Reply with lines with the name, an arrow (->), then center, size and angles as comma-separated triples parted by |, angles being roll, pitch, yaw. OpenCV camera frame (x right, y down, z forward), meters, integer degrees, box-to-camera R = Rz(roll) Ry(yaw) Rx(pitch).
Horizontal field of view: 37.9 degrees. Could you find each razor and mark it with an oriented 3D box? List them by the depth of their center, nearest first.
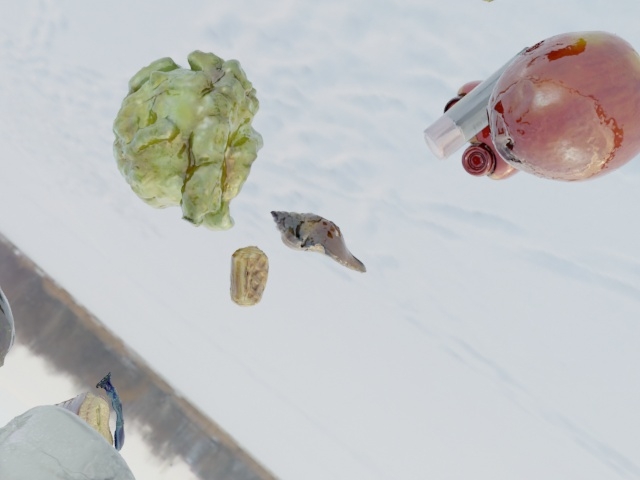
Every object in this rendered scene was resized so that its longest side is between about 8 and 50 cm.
razor -> -0.368, 0.314, 1.668 | 0.028, 0.044, 0.154 | 3, 112, 21

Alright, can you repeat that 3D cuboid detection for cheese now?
cheese -> -0.343, 0.303, 1.125 | 0.198, 0.154, 0.189 | 28, -155, 28

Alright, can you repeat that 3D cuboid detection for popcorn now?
popcorn -> -0.250, -0.188, 1.723 | 0.279, 0.335, 0.274 | 20, 156, 17

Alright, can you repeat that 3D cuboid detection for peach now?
peach -> 0.403, -0.209, 1.513 | 0.281, 0.281, 0.238 | 89, 155, -73

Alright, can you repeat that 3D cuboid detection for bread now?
bread -> -0.125, 0.063, 1.635 | 0.044, 0.111, 0.083 | 10, -168, 31
bread -> -0.431, 0.338, 1.692 | 0.192, 0.067, 0.119 | -29, 84, 54

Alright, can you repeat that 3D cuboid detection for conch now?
conch -> 0.001, -0.005, 1.801 | 0.232, 0.080, 0.086 | 20, 177, -15

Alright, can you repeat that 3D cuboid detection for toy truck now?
toy truck -> 0.439, -0.267, 2.154 | 0.189, 0.239, 0.265 | -20, -93, -60

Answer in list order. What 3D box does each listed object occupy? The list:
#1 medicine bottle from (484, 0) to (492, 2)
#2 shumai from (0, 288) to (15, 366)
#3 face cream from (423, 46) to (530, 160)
medicine bottle -> 0.337, -0.649, 2.022 | 0.260, 0.095, 0.064 | 58, 173, -23
shumai -> -0.529, 0.114, 1.255 | 0.222, 0.225, 0.260 | 13, 180, -21
face cream -> 0.321, -0.265, 1.823 | 0.073, 0.269, 0.107 | 50, -179, 21
